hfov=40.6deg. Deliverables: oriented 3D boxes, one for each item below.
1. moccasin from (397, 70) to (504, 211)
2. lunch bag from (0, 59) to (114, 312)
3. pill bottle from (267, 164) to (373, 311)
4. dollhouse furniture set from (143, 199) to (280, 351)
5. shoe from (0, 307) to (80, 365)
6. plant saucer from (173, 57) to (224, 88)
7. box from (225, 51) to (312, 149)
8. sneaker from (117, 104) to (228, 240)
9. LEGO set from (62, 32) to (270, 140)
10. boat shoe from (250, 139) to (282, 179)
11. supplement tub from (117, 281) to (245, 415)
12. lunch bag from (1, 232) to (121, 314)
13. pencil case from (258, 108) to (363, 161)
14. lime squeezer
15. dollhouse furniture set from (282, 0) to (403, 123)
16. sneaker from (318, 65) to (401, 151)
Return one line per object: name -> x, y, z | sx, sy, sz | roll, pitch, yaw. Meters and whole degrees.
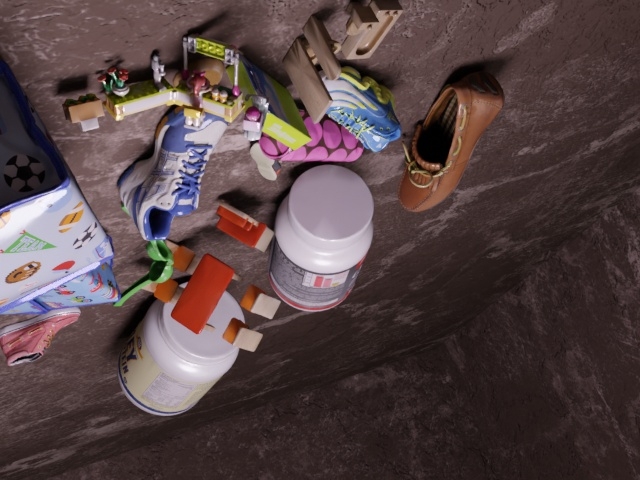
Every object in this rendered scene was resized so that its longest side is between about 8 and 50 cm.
moccasin -> 0.241, -0.188, 1.792 | 0.147, 0.139, 0.380 | -14, 157, -28
lunch bag -> -0.515, -0.020, 1.150 | 0.385, 0.239, 0.328 | -30, 163, -10
pill bottle -> 0.000, 0.000, 1.864 | 0.210, 0.210, 0.363 | -20, 160, -16
dollhouse furniture set -> -0.211, 0.060, 1.743 | 0.259, 0.262, 0.135 | -61, 155, -2
shoe -> -0.591, 0.204, 1.845 | 0.178, 0.081, 0.063 | -19, 159, -19
plant saucer -> -0.182, -0.244, 1.311 | 0.083, 0.015, 0.083 | -23, 161, -8
box -> -0.083, -0.216, 1.363 | 0.042, 0.109, 0.178 | -30, 160, 16
sneaker -> -0.223, -0.112, 1.426 | 0.112, 0.131, 0.296 | -5, 150, -42
LEGO set -> -0.212, -0.222, 1.211 | 0.287, 0.132, 0.107 | 4, 133, -4
boat shoe -> -0.096, -0.158, 1.598 | 0.137, 0.049, 0.043 | 75, 38, -68
supplement tub -> -0.334, 0.258, 2.071 | 0.235, 0.235, 0.325 | -11, 155, -37
lunch bag -> -0.535, 0.056, 1.519 | 0.293, 0.138, 0.221 | -14, 162, 4
pencil case -> -0.010, -0.191, 1.557 | 0.095, 0.098, 0.209 | 3, -175, 40
lime squeezer -> -0.339, 0.028, 1.686 | 0.110, 0.059, 0.310 | 13, 139, -6
dollhouse furniture set -> 0.055, -0.280, 1.347 | 0.151, 0.123, 0.144 | -11, 156, -35
sneaker -> 0.070, -0.224, 1.504 | 0.091, 0.126, 0.240 | -40, 157, 33
